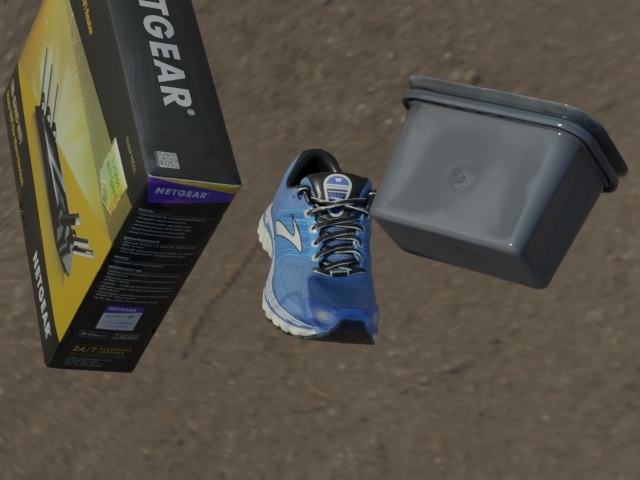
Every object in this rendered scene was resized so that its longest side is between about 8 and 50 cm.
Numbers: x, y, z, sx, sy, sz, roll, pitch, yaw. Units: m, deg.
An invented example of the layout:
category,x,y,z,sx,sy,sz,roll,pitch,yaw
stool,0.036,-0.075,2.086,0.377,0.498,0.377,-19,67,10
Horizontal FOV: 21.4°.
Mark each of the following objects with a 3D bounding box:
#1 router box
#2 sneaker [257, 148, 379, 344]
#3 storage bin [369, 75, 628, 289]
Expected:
category,x,y,z,sx,sy,sz,roll,pitch,yaw
router box,-0.174,-0.084,1.392,0.081,0.243,0.309,6,47,-28
sneaker,0.000,0.000,1.947,0.130,0.330,0.147,5,121,-17
storage bin,0.100,-0.028,1.006,0.091,0.135,0.098,-63,144,-14
